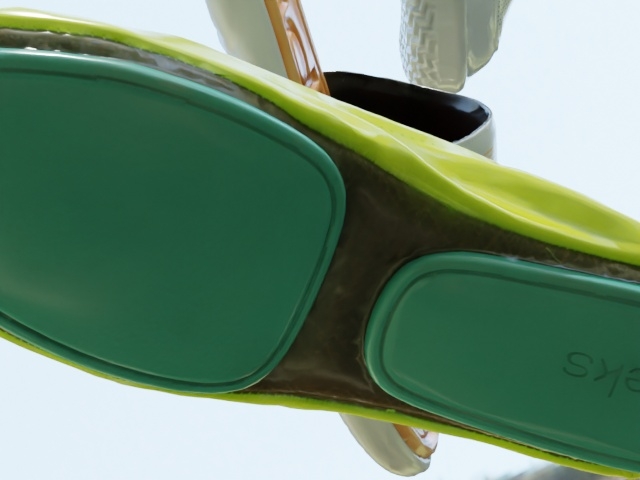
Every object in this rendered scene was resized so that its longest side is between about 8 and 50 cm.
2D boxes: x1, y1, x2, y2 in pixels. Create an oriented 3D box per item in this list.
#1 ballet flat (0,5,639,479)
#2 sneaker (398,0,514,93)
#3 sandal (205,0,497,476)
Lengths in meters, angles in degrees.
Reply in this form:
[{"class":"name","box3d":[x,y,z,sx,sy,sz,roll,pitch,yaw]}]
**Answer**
[{"class":"ballet flat","box3d":[0.000,0.000,0.412,0.231,0.077,0.077,18,-70,-21]},{"class":"sneaker","box3d":[0.176,-0.241,1.074,0.210,0.366,0.137,14,-21,8]},{"class":"sandal","box3d":[0.018,-0.041,0.592,0.076,0.102,0.265,-15,-69,9]}]
